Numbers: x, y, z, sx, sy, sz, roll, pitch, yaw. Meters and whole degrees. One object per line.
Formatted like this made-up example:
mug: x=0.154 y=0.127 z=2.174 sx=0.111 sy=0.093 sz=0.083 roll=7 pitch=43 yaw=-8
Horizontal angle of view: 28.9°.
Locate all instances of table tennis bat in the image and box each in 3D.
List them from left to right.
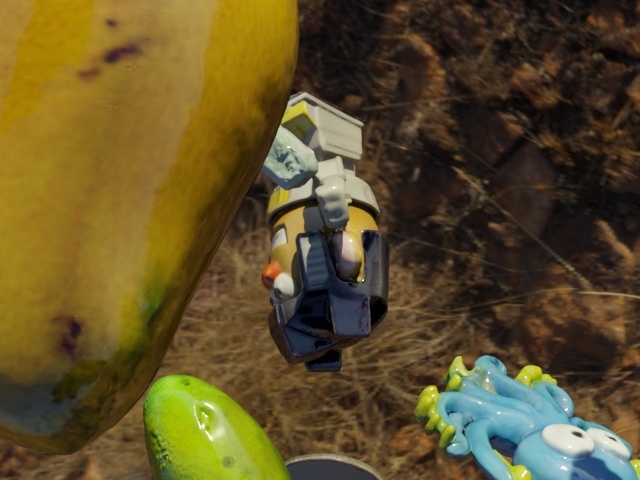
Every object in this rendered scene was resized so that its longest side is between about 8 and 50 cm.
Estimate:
table tennis bat: x=0.023 y=0.294 z=1.220 sx=0.131 sy=0.022 sz=0.234 roll=-10 pitch=125 yaw=14

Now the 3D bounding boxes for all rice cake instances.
rice cake: x=-0.084 y=-0.110 z=0.858 sx=0.207 sy=0.033 sz=0.033 roll=43 pitch=106 yaw=6

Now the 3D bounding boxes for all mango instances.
mango: x=-0.122 y=-0.051 z=0.638 sx=0.211 sy=0.173 sz=0.317 roll=0 pitch=66 yaw=35
mango: x=-0.091 y=0.193 z=1.048 sx=0.178 sy=0.100 sz=0.119 roll=54 pitch=151 yaw=11

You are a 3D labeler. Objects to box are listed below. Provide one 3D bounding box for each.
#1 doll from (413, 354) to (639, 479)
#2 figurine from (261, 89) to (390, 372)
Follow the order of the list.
doll: x=0.266 y=0.221 z=1.408 sx=0.099 sy=0.346 sz=0.341 roll=-62 pitch=32 yaw=18
figurine: x=0.002 y=-0.002 z=1.370 sx=0.143 sy=0.308 sz=0.308 roll=-13 pitch=81 yaw=6
